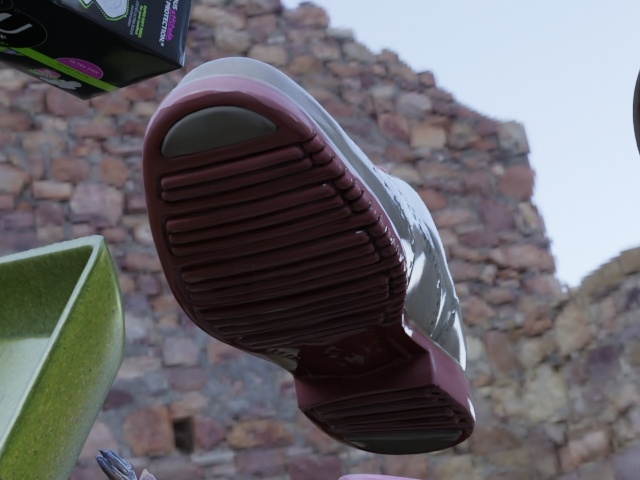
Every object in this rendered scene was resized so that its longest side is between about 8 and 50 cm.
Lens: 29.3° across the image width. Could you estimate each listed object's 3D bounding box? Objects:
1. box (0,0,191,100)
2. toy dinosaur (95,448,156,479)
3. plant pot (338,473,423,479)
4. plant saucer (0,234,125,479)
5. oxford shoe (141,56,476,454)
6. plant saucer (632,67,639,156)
[{"bbox_3d":[-0.095,-0.093,0.437,0.062,0.052,0.083,-10,-24,43],"label":"box"},{"bbox_3d":[-0.212,0.230,0.823,0.200,0.295,0.127,5,-53,33],"label":"toy dinosaur"},{"bbox_3d":[0.097,0.305,1.019,0.201,0.180,0.201,10,-17,3],"label":"plant pot"},{"bbox_3d":[-0.158,0.097,0.523,0.045,0.188,0.188,36,-26,-29],"label":"plant saucer"},{"bbox_3d":[0.000,0.000,0.692,0.123,0.130,0.348,-8,-35,16],"label":"oxford shoe"},{"bbox_3d":[0.408,-0.090,1.116,0.041,0.278,0.278,-29,-10,-30],"label":"plant saucer"}]
